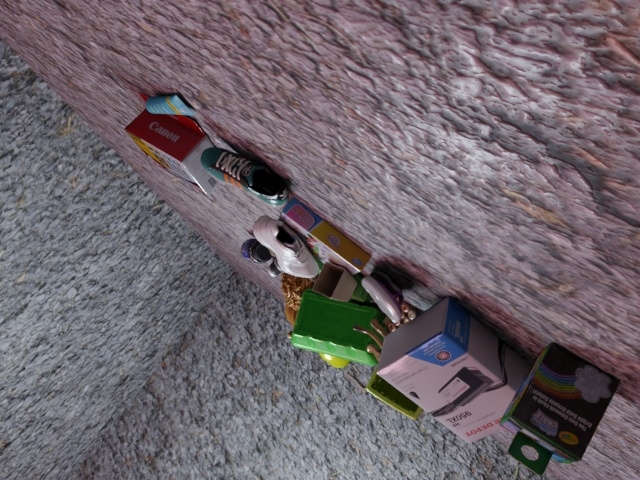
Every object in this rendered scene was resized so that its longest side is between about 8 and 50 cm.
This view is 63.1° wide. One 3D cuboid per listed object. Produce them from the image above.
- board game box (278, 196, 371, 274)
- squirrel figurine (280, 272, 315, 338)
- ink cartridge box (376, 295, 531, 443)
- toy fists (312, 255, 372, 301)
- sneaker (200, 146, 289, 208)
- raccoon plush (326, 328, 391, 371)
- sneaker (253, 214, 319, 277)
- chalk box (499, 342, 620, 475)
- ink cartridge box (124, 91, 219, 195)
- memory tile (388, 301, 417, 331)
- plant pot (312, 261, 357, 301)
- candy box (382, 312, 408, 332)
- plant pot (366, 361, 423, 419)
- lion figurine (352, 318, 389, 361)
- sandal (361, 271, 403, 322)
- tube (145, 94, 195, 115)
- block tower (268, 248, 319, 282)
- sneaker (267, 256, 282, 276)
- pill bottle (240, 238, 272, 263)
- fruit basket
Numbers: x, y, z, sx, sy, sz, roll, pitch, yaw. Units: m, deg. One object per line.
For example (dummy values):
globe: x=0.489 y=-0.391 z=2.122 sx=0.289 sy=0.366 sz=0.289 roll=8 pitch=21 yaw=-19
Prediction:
board game box: x=0.000 y=0.000 z=1.757 sx=0.317 sy=0.064 sz=0.242 roll=37 pitch=166 yaw=-3
squirrel figurine: x=-0.069 y=0.312 z=2.374 sx=0.370 sy=0.281 sz=0.396 roll=-75 pitch=-36 yaw=-73
ink cartridge box: x=0.416 y=0.398 z=1.570 sx=0.395 sy=0.166 sz=0.285 roll=39 pitch=127 yaw=-11
toy fists: x=0.081 y=0.138 z=1.956 sx=0.279 sy=0.096 sz=0.142 roll=39 pitch=179 yaw=-14
sneaker: x=-0.226 y=-0.207 z=1.567 sx=0.302 sy=0.108 sz=0.121 roll=28 pitch=165 yaw=3
raccoon plush: x=0.224 y=0.535 z=2.475 sx=0.216 sy=0.299 sz=0.447 roll=46 pitch=163 yaw=-31
sneaker: x=-0.101 y=0.034 z=1.768 sx=0.297 sy=0.111 sz=0.129 roll=44 pitch=159 yaw=-32
chalk box: x=0.578 y=0.439 z=1.313 sx=0.180 sy=0.288 sz=0.179 roll=32 pitch=165 yaw=21
ink cartridge box: x=-0.500 y=-0.327 z=1.773 sx=0.310 sy=0.130 sz=0.271 roll=30 pitch=163 yaw=28
memory tile: x=0.308 y=0.303 z=1.882 sx=0.113 sy=0.012 sz=0.148 roll=46 pitch=130 yaw=27
plant pot: x=0.058 y=0.148 z=1.766 sx=0.096 sy=0.109 sz=0.109 roll=30 pitch=173 yaw=-38
candy box: x=0.386 y=0.388 z=2.038 sx=0.183 sy=0.087 sz=0.316 roll=23 pitch=162 yaw=40
plant pot: x=0.342 y=0.554 z=2.059 sx=0.227 sy=0.228 sz=0.207 roll=28 pitch=170 yaw=23
lion figurine: x=0.284 y=0.432 z=1.767 sx=0.392 sy=0.142 sz=0.240 roll=34 pitch=-172 yaw=-25
sandal: x=0.216 y=0.163 z=1.722 sx=0.169 sy=0.102 sz=0.416 roll=52 pitch=179 yaw=-1
tube: x=-0.459 y=-0.411 z=1.584 sx=0.207 sy=0.052 sz=0.080 roll=14 pitch=161 yaw=44
block tower: x=-0.069 y=0.084 z=2.142 sx=0.336 sy=0.097 sz=0.091 roll=33 pitch=165 yaw=21
sneaker: x=-0.167 y=0.093 z=2.455 sx=0.079 sy=0.121 sz=0.217 roll=52 pitch=-163 yaw=-12
pill bottle: x=-0.305 y=0.051 z=2.550 sx=0.123 sy=0.122 sz=0.219 roll=42 pitch=166 yaw=-18
fruit basket: x=0.077 y=0.364 z=2.090 sx=0.393 sy=0.282 sz=0.392 roll=14 pitch=167 yaw=3
